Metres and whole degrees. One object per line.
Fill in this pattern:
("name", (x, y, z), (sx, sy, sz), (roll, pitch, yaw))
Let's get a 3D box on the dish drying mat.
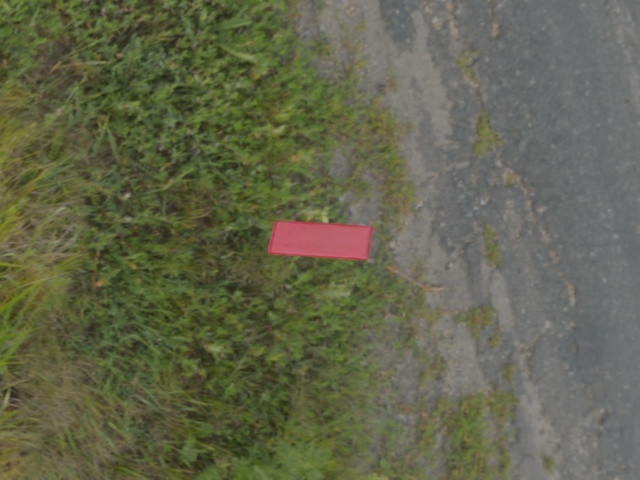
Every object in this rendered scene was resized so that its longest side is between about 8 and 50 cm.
("dish drying mat", (0.000, 0.000, 0.648), (0.008, 0.083, 0.032), (75, 23, -55))
